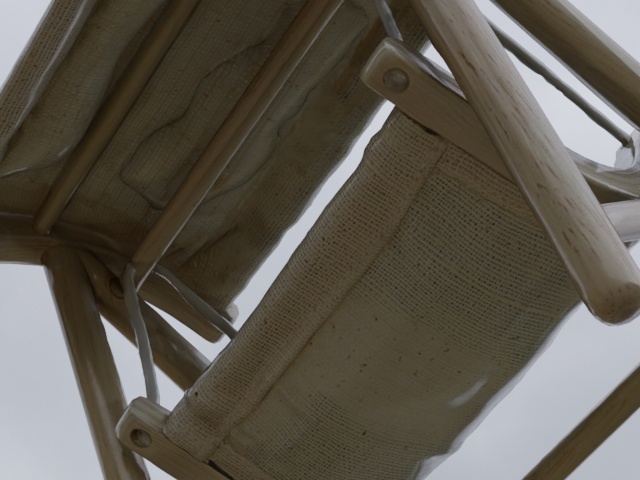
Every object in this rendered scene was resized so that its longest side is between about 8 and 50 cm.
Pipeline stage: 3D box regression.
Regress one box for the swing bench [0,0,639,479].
[{"bbox_3d":[0.000,0.000,0.582,0.254,0.165,0.253,53,-56,23],"label":"swing bench"}]
